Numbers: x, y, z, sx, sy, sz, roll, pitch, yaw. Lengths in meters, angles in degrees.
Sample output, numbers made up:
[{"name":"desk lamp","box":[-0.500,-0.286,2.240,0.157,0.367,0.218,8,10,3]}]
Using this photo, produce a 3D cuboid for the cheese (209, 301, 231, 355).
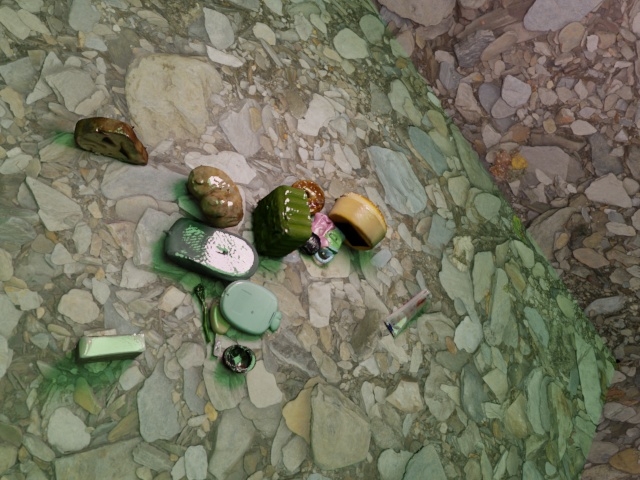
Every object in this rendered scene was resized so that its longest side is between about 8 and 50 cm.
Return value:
[{"name":"cheese","box":[-0.367,0.323,1.662,0.097,0.037,0.192,23,58,-38]}]

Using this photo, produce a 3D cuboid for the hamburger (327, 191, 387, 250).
[{"name":"hamburger","box":[0.172,-0.093,2.095,0.300,0.300,0.176,45,70,-9]}]

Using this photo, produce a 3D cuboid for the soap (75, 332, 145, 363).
[{"name":"soap","box":[-0.648,0.332,1.405,0.183,0.121,0.064,2,66,-34]}]

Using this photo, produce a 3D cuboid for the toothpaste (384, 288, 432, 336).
[{"name":"toothpaste","box":[0.432,0.342,2.219,0.323,0.066,0.100,-32,93,-36]}]

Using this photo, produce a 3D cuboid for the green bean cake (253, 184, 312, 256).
[{"name":"green bean cake","box":[-0.160,-0.077,1.871,0.156,0.249,0.247,8,64,-33]}]

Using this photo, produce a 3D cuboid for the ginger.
[{"name":"ginger","box":[-0.391,-0.157,1.757,0.244,0.155,0.304,46,6,-41]}]

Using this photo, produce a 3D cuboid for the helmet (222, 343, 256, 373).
[{"name":"helmet","box":[-0.301,0.427,1.642,0.123,0.070,0.098,31,59,-28]}]

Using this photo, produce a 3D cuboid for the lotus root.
[{"name":"lotus root","box":[-0.750,-0.366,1.655,0.260,0.170,0.075,13,57,-25]}]

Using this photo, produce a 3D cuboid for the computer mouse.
[{"name":"computer mouse","box":[-0.417,0.046,1.713,0.370,0.122,0.189,24,56,-19]}]

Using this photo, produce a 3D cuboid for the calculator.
[{"name":"calculator","box":[-0.252,0.259,1.722,0.295,0.042,0.184,36,73,-37]}]

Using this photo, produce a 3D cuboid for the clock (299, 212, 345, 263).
[{"name":"clock","box":[0.000,0.000,2.051,0.194,0.100,0.195,45,57,-9]}]

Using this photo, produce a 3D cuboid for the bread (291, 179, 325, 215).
[{"name":"bread","box":[-0.062,-0.198,2.129,0.193,0.064,0.194,13,61,-23]}]

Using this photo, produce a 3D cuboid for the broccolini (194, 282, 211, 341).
[{"name":"broccolini","box":[-0.420,0.261,1.666,0.044,0.042,0.218,-13,79,-11]}]
